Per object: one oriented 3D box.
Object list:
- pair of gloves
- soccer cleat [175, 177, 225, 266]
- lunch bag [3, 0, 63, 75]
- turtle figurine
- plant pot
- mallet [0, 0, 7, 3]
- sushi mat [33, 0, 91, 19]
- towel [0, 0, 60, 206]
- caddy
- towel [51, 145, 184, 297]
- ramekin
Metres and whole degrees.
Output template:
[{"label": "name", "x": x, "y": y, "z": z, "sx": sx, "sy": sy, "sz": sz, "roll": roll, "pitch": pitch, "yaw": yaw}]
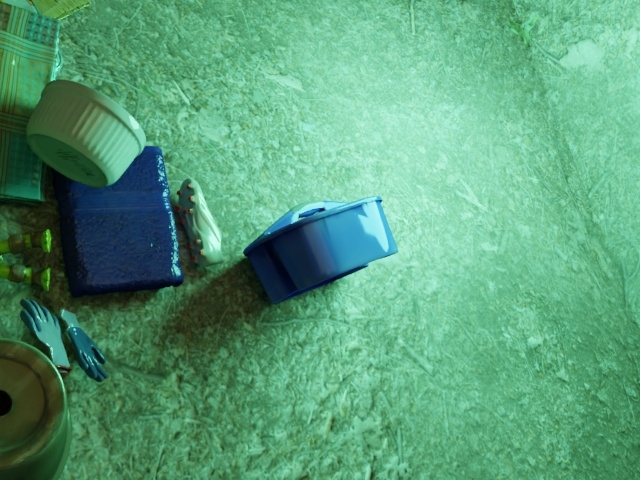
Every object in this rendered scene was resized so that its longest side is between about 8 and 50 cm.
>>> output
[{"label": "pair of gloves", "x": -0.447, "y": 0.177, "z": 1.405, "sx": 0.159, "sy": 0.023, "sz": 0.198, "roll": 57, "pitch": 6, "yaw": 24}, {"label": "soccer cleat", "x": -0.252, "y": -0.037, "z": 1.688, "sx": 0.076, "sy": 0.068, "sz": 0.196, "roll": 4, "pitch": 65, "yaw": -48}, {"label": "lunch bag", "x": -0.660, "y": -0.362, "z": 1.552, "sx": 0.279, "sy": 0.108, "sz": 0.224, "roll": -25, "pitch": 83, "yaw": -39}, {"label": "turtle figurine", "x": -0.589, "y": 0.047, "z": 1.403, "sx": 0.218, "sy": 0.087, "sz": 0.269, "roll": 1, "pitch": 78, "yaw": -17}, {"label": "plant pot", "x": -0.513, "y": 0.277, "z": 1.215, "sx": 0.323, "sy": 0.280, "sz": 0.323, "roll": 16, "pitch": 59, "yaw": -28}, {"label": "mallet", "x": -0.613, "y": -0.446, "z": 1.533, "sx": 0.190, "sy": 0.039, "sz": 0.062, "roll": 41, "pitch": 49, "yaw": -16}, {"label": "sushi mat", "x": -0.655, "y": -0.604, "z": 1.734, "sx": 0.316, "sy": 0.019, "sz": 0.151, "roll": 48, "pitch": 52, "yaw": -3}, {"label": "towel", "x": -0.615, "y": -0.261, "z": 1.458, "sx": 0.272, "sy": 0.040, "sz": 0.370, "roll": 9, "pitch": 83, "yaw": -44}, {"label": "caddy", "x": 0.000, "y": 0.000, "z": 1.717, "sx": 0.341, "sy": 0.241, "sz": 0.179, "roll": -19, "pitch": 83, "yaw": -39}, {"label": "towel", "x": -0.403, "y": -0.040, "z": 1.586, "sx": 0.228, "sy": 0.076, "sz": 0.308, "roll": -4, "pitch": 70, "yaw": -27}, {"label": "ramekin", "x": -0.437, "y": -0.188, "z": 1.472, "sx": 0.207, "sy": 0.207, "sz": 0.109, "roll": 32, "pitch": 66, "yaw": -16}]
